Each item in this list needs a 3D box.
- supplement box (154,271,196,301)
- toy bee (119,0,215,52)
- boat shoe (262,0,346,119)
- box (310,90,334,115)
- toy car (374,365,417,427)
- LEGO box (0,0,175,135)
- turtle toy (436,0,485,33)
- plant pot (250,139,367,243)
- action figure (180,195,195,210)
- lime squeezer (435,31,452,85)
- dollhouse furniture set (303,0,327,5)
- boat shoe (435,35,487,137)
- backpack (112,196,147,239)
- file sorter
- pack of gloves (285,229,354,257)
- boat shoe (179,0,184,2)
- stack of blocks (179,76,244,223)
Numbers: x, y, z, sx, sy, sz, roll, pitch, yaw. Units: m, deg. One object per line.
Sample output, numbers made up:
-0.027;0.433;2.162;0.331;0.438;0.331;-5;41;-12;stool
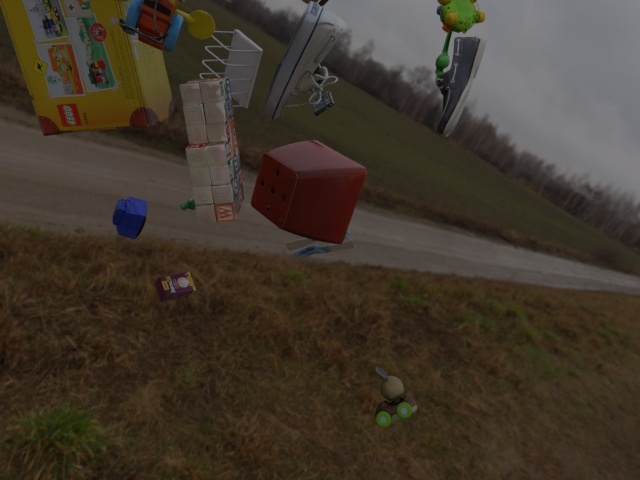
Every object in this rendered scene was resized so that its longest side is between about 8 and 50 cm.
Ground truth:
-0.363;0.115;1.285;0.083;0.043;0.055;-9;67;-43;supplement box
-0.279;-0.434;0.944;0.195;0.162;0.298;16;13;-42;toy bee
-0.032;-0.440;1.364;0.156;0.367;0.135;21;48;-15;boat shoe
0.007;-0.511;1.915;0.018;0.083;0.067;37;31;-48;box
0.232;0.524;1.767;0.188;0.149;0.155;67;9;17;toy car
-0.689;-0.586;1.530;0.373;0.500;0.193;-1;25;12;LEGO box
0.288;-0.499;1.103;0.095;0.130;0.066;-11;-11;-19;turtle toy
-0.059;-0.154;1.613;0.236;0.267;0.267;-5;32;-44;plant pot
-0.510;-0.194;2.263;0.232;0.137;0.063;-31;74;-24;action figure
0.438;-0.603;1.793;0.059;0.310;0.110;-3;1;-9;lime squeezer
-0.017;-0.849;1.722;0.114;0.091;0.081;-29;90;-44;dollhouse furniture set
0.245;-0.287;0.951;0.065;0.206;0.075;21;-11;13;boat shoe
-0.624;-0.072;1.675;0.101;0.120;0.098;17;35;-21;backpack
-0.402;-0.736;2.217;0.173;0.277;0.193;-18;53;-43;file sorter
0.000;0.000;1.858;0.195;0.232;0.046;68;11;-70;pack of gloves
-0.385;-0.690;1.367;0.324;0.123;0.116;21;-23;38;boat shoe
-0.242;-0.207;1.162;0.087;0.297;0.171;-4;22;0;stack of blocks
